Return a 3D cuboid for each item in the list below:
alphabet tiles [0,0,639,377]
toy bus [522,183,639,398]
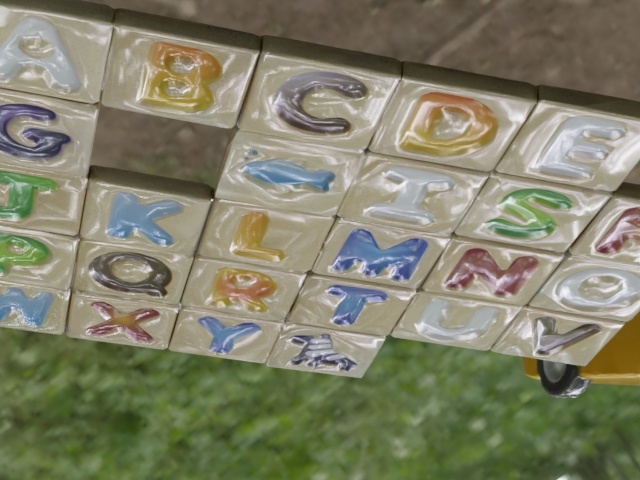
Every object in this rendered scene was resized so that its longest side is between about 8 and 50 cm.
[{"bbox_3d":[0.000,0.000,0.455,0.198,0.237,0.009,115,-18,-58],"label":"alphabet tiles"},{"bbox_3d":[0.238,0.027,0.787,0.108,0.130,0.332,4,173,-19],"label":"toy bus"}]
